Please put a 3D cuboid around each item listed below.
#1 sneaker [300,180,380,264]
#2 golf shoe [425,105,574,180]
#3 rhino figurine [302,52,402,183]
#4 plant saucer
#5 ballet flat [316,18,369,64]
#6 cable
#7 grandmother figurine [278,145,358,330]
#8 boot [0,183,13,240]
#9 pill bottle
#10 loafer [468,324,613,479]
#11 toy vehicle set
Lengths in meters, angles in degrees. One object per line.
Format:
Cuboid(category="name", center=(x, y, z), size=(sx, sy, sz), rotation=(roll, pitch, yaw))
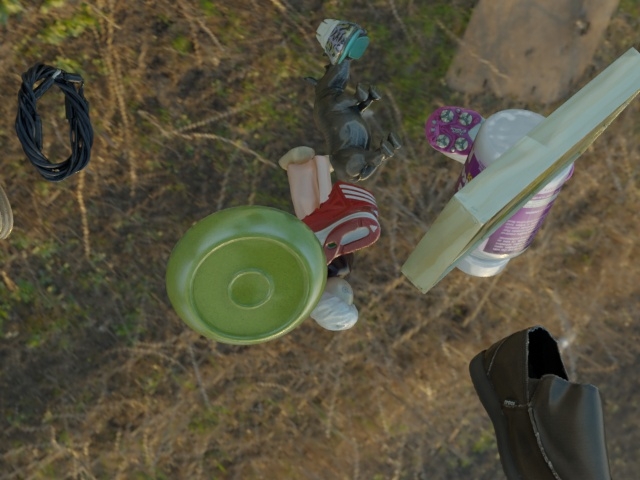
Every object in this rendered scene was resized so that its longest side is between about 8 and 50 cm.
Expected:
Cuboid(category="sneaker", center=(0.000, -0.023, 1.671), size=(0.221, 0.128, 0.087), rotation=(-14, 126, 16))
Cuboid(category="golf shoe", center=(0.360, -0.189, 2.007), size=(0.140, 0.306, 0.115), rotation=(62, 48, -85))
Cuboid(category="rhino figurine", center=(0.037, -0.190, 1.470), size=(0.106, 0.243, 0.073), rotation=(-36, 147, 27))
Cuboid(category="plant saucer", center=(-0.105, 0.063, 1.454), size=(0.241, 0.037, 0.241), rotation=(-5, 121, -9))
Cuboid(category="ballet flat", center=(0.016, -0.176, 0.868), size=(0.114, 0.041, 0.041), rotation=(-45, 156, -77))
Cuboid(category="cable", center=(-0.416, -0.184, 1.552), size=(0.150, 0.047, 0.184), rotation=(19, 72, -63))
Cuboid(category="grandmother figurine", center=(0.000, 0.000, 1.797), size=(0.208, 0.342, 0.104), rotation=(7, 152, -39))
Cuboid(category="boot", center=(-0.553, -0.145, 1.468), size=(0.109, 0.220, 0.283), rotation=(-31, 129, 4))
Cuboid(category="pill bottle", center=(0.319, -0.072, 1.756), size=(0.169, 0.169, 0.301), rotation=(-24, 149, -28))
Cuboid(category="loafer", center=(0.297, 0.231, 1.258), size=(0.134, 0.366, 0.130), rotation=(24, 114, -29))
Cuboid(category="toy vehicle set", center=(0.199, -0.066, 0.958), size=(0.267, 0.035, 0.166), rotation=(-38, 169, -26))
